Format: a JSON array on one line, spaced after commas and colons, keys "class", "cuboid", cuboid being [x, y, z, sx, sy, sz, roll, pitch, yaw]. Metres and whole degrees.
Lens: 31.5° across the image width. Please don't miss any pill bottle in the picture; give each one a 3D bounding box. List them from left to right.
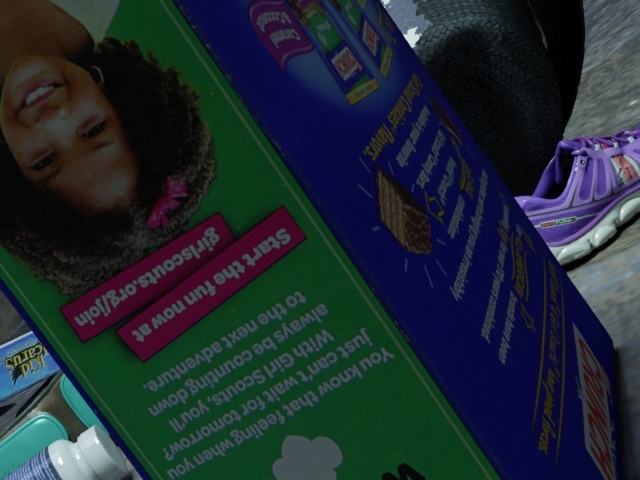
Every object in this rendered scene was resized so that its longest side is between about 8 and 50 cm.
[{"class": "pill bottle", "cuboid": [-0.227, 0.212, 0.963, 0.120, 0.067, 0.067, -36, 10, -2]}]

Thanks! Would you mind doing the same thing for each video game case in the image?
[{"class": "video game case", "cuboid": [-0.426, 0.184, 1.365, 0.244, 0.061, 0.269, -26, 1, 37]}]

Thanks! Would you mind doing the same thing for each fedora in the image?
[{"class": "fedora", "cuboid": [0.083, -0.087, 0.852, 0.334, 0.334, 0.152, -33, 39, 10]}]

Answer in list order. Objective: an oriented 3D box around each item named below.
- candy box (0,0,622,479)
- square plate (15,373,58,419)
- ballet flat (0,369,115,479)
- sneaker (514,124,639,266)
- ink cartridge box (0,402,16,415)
[{"class": "candy box", "cuboid": [0.000, 0.000, 0.482, 0.122, 0.317, 0.268, -33, 9, 20]}, {"class": "square plate", "cuboid": [-0.236, 0.134, 1.418, 0.344, 0.049, 0.347, -31, 10, 18]}, {"class": "ballet flat", "cuboid": [-0.242, 0.174, 1.139, 0.280, 0.095, 0.096, -35, -2, 3]}, {"class": "sneaker", "cuboid": [0.200, -0.052, 0.784, 0.170, 0.071, 0.068, -38, 10, -21]}, {"class": "ink cartridge box", "cuboid": [-0.541, 0.299, 1.430, 0.275, 0.060, 0.239, -17, 5, 11]}]
